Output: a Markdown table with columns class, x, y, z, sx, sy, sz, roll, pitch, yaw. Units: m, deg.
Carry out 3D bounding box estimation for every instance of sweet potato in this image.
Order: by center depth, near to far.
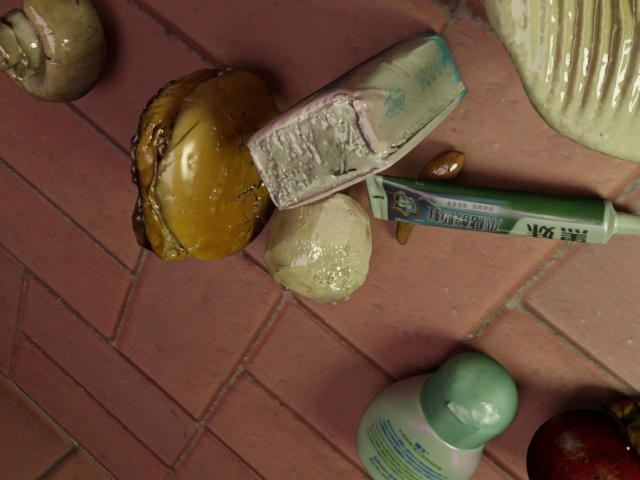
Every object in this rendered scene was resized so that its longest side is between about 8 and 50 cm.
| class | x | y | z | sx | sy | sz | roll | pitch | yaw |
| --- | --- | --- | --- | --- | --- | --- | --- | --- | --- |
| sweet potato | 0.158 | -0.065 | 1.024 | 0.050 | 0.050 | 0.214 | 39 | 137 | 8 |

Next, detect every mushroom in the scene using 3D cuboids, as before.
| class | x | y | z | sx | sy | sz | roll | pitch | yaw |
| --- | --- | --- | --- | --- | --- | --- | --- | --- | --- |
| mushroom | -0.505 | -0.347 | 1.206 | 0.253 | 0.195 | 0.189 | -26 | 105 | 46 |

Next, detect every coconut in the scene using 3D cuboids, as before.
| class | x | y | z | sx | sy | sz | roll | pitch | yaw |
| --- | --- | --- | --- | --- | --- | --- | --- | --- | --- |
| coconut | -0.003 | -0.001 | 1.094 | 0.194 | 0.194 | 0.195 | 18 | 127 | 25 |

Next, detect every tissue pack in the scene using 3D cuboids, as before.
| class | x | y | z | sx | sy | sz | roll | pitch | yaw |
| --- | --- | --- | --- | --- | --- | --- | --- | --- | --- |
| tissue pack | 0.054 | -0.166 | 0.874 | 0.201 | 0.271 | 0.124 | -22 | 107 | 42 |

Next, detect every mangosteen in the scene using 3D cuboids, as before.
| class | x | y | z | sx | sy | sz | roll | pitch | yaw |
| --- | --- | --- | --- | --- | --- | --- | --- | --- | --- |
| mangosteen | 0.447 | 0.342 | 0.995 | 0.257 | 0.215 | 0.215 | -40 | 92 | 9 |

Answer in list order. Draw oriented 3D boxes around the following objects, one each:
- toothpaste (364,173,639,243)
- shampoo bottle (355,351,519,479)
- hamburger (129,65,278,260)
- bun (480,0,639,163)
| class | x | y | z | sx | sy | sz | roll | pitch | yaw |
| --- | --- | --- | --- | --- | --- | --- | --- | --- | --- |
| toothpaste | 0.252 | -0.043 | 0.928 | 0.391 | 0.061 | 0.099 | 7 | 142 | 21 |
| shampoo bottle | 0.212 | 0.327 | 1.167 | 0.222 | 0.151 | 0.350 | 44 | 135 | 11 |
| hamburger | -0.182 | -0.117 | 1.063 | 0.174 | 0.284 | 0.305 | 15 | 126 | 24 |
| bun | 0.345 | -0.261 | 0.637 | 0.352 | 0.227 | 0.349 | 11 | 124 | 33 |
